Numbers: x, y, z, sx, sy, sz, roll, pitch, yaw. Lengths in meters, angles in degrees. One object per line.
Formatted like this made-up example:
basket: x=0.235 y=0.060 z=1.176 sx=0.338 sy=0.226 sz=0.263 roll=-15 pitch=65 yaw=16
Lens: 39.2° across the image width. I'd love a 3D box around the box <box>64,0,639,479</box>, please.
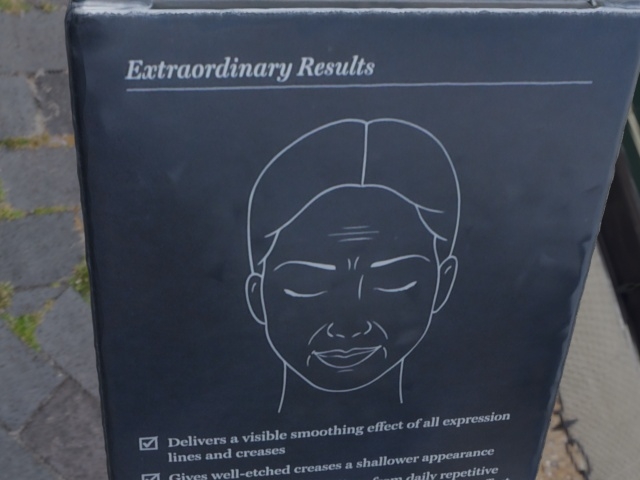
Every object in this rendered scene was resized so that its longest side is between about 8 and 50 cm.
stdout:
box: x=0.000 y=0.000 z=0.607 sx=0.293 sy=0.396 sz=0.212 roll=-2 pitch=33 yaw=-10
